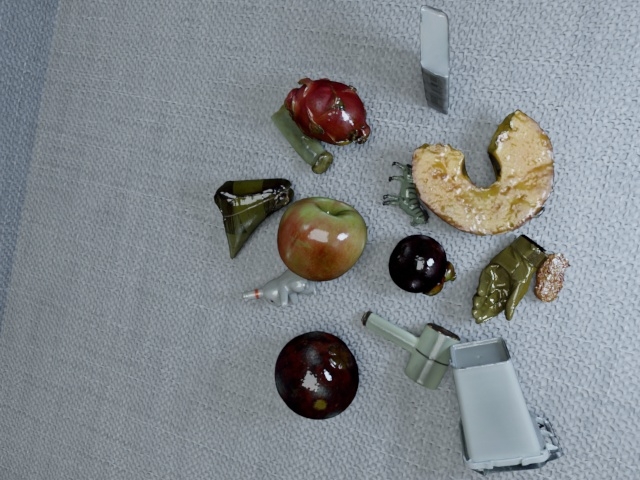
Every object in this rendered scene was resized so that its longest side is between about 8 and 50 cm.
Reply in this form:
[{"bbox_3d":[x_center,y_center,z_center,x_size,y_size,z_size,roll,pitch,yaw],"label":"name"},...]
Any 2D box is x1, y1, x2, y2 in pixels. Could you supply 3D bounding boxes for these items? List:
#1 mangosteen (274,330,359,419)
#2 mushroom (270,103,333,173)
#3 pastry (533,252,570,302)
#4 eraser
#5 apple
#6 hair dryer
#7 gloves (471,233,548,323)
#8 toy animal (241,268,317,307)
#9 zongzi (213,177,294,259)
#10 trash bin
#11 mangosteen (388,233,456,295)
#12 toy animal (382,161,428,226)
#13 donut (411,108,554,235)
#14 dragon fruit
[{"bbox_3d":[-0.031,0.493,1.617,0.306,0.306,0.359,49,122,11],"label":"mangosteen"},{"bbox_3d":[-0.068,-0.386,1.733,0.100,0.081,0.312,-40,76,9],"label":"mushroom"},{"bbox_3d":[0.757,0.120,1.505,0.087,0.063,0.169,20,91,6],"label":"pastry"},{"bbox_3d":[0.367,-0.550,1.439,0.082,0.397,0.213,0,89,16],"label":"eraser"},{"bbox_3d":[0.000,0.000,1.596,0.319,0.319,0.277,22,115,15],"label":"apple"},{"bbox_3d":[0.289,0.350,1.618,0.362,0.128,0.203,26,97,22],"label":"hair dryer"},{"bbox_3d":[0.610,0.137,1.504,0.154,0.141,0.331,35,98,-3],"label":"gloves"},{"bbox_3d":[-0.146,0.197,1.727,0.282,0.140,0.138,-30,73,11],"label":"toy animal"},{"bbox_3d":[-0.240,-0.080,1.767,0.289,0.154,0.318,-1,109,12],"label":"zongzi"},{"bbox_3d":[0.561,0.508,1.431,0.296,0.256,0.368,-14,99,17],"label":"trash bin"},{"bbox_3d":[0.360,0.093,1.560,0.250,0.211,0.211,24,97,-17],"label":"mangosteen"},{"bbox_3d":[0.317,-0.165,1.626,0.176,0.073,0.217,12,89,10],"label":"toy animal"},{"bbox_3d":[0.536,-0.201,1.518,0.435,0.163,0.378,-12,88,14],"label":"donut"},{"bbox_3d":[0.034,-0.456,1.614,0.315,0.250,0.250,40,100,21],"label":"dragon fruit"}]
